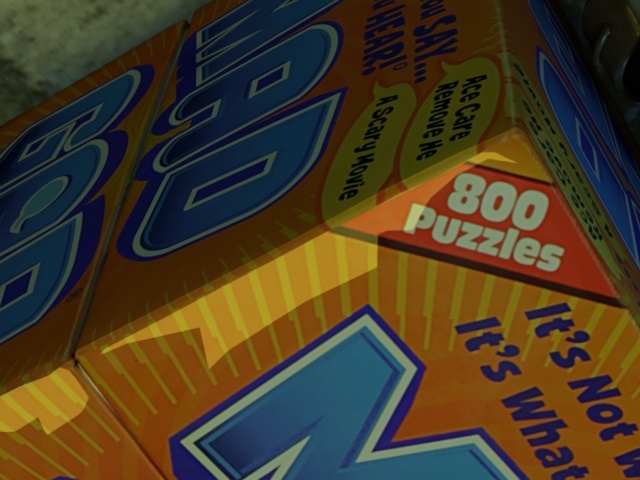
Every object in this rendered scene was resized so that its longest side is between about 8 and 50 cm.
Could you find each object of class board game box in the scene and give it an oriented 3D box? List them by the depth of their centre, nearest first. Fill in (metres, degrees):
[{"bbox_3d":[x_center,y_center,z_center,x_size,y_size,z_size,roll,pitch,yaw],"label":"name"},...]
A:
[{"bbox_3d":[0.012,0.094,0.763,0.356,0.356,0.356,-27,113,16],"label":"board game box"}]

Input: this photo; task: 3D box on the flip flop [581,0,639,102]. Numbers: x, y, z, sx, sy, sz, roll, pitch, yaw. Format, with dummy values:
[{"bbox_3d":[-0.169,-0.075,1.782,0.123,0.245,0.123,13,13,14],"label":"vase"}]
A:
[{"bbox_3d":[0.166,-0.125,0.768,0.080,0.112,0.277,8,135,50],"label":"flip flop"}]
